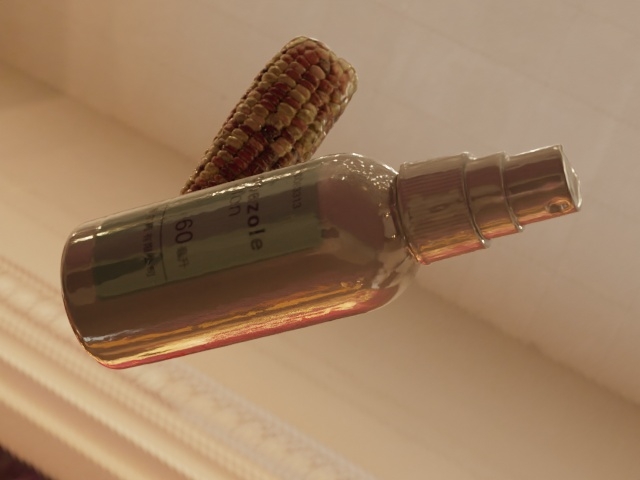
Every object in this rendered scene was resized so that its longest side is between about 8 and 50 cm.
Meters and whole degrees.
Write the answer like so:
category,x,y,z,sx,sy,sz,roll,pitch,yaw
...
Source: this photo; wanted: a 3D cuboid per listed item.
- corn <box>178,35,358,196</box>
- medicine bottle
category,x,y,z,sx,sy,sz,roll,pitch,yaw
corn,-0.060,-0.071,1.393,0.086,0.086,0.253,29,-106,20
medicine bottle,0.000,0.000,1.058,0.352,0.110,0.110,-15,-86,19
